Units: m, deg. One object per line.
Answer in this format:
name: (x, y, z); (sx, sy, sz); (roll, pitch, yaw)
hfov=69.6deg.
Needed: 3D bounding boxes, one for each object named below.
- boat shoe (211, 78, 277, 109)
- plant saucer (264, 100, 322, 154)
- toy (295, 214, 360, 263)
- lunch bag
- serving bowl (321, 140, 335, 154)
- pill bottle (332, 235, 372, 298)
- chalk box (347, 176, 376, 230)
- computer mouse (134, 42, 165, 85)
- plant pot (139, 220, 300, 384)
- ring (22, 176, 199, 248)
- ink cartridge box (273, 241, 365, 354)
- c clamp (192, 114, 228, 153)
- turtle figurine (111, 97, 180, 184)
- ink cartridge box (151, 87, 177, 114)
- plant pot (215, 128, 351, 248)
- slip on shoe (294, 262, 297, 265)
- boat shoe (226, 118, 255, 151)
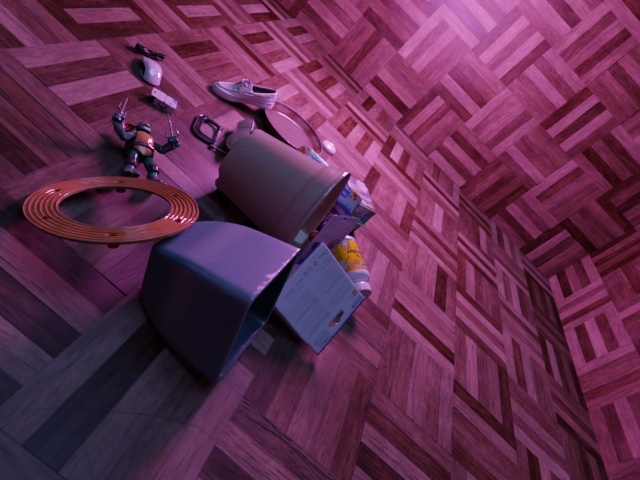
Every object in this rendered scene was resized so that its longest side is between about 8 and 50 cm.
boat shoe: (-0.295, -0.594, 1.816); (0.258, 0.084, 0.095); (3, 46, -33)
plant saucer: (-0.124, -0.467, 1.966); (0.311, 0.050, 0.310); (32, 35, -25)
toy: (0.000, 0.000, 1.407); (0.137, 0.237, 0.056); (3, 41, -51)
lunch bag: (-0.013, -0.190, 1.605); (0.303, 0.243, 0.115); (40, 74, -14)
serving bowl: (0.041, -0.441, 2.166); (0.083, 0.027, 0.083); (32, 34, -26)
pill bottle: (0.093, 0.097, 1.525); (0.118, 0.117, 0.208); (16, 43, -43)
chalk box: (0.120, -0.131, 1.811); (0.132, 0.132, 0.213); (23, 39, -38)
computer mouse: (-0.566, -0.594, 1.552); (0.106, 0.042, 0.193); (17, 42, -43)
plant pot: (-0.234, 0.096, 0.999); (0.252, 0.247, 0.247); (30, 30, 7)
ring: (-0.431, -0.064, 0.976); (0.337, 0.032, 0.336); (8, 26, -4)
ink cartridge box: (-0.011, 0.157, 1.257); (0.223, 0.045, 0.224); (-46, 114, -23)
c clamp: (-0.369, -0.363, 1.565); (0.137, 0.022, 0.160); (24, 39, -26)
turtle figurine: (-0.465, -0.252, 1.218); (0.175, 0.118, 0.234); (7, 64, -30)
ink cartridge box: (-0.504, -0.446, 1.474); (0.083, 0.028, 0.048); (29, 35, -30)
plant pot: (-0.129, -0.158, 1.377); (0.305, 0.333, 0.334); (38, 30, 4)
slip on shoe: (-0.106, 0.104, 1.292); (0.331, 0.123, 0.101); (19, 8, -32)
boat shoe: (-0.271, -0.352, 1.615); (0.227, 0.081, 0.068); (-80, 167, -52)
